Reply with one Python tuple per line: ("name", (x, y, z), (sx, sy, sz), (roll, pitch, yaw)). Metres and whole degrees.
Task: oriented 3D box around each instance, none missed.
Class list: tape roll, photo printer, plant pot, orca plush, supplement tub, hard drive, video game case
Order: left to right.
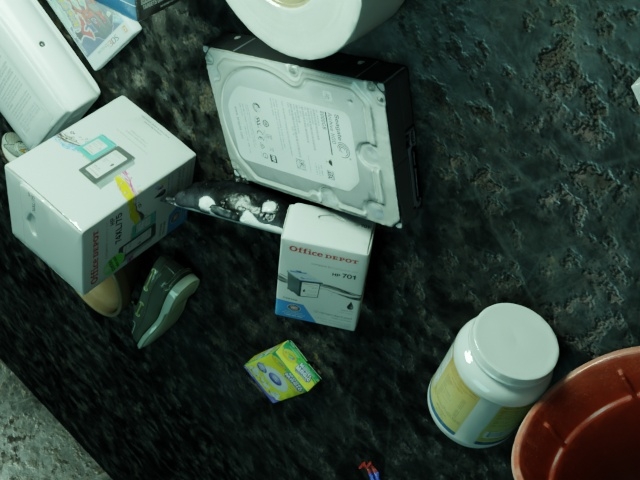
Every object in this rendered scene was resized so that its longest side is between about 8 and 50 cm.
("photo printer", (-0.577, -0.344, 1.702), (0.308, 0.107, 0.256), (54, 145, -6))
("video game case", (-0.407, -0.412, 1.527), (0.183, 0.023, 0.201), (-19, 107, 53))
("plant pot", (-0.472, 0.040, 1.938), (0.237, 0.109, 0.237), (29, 137, 32))
("orca plush", (-0.142, -0.083, 1.522), (0.151, 0.102, 0.287), (17, 178, -39))
("tape roll", (-0.024, -0.368, 1.066), (0.286, 0.100, 0.286), (34, 145, 29))
("hard drive", (-0.015, -0.164, 1.298), (0.338, 0.064, 0.237), (20, 136, 34))
("supplement tub", (0.246, 0.195, 1.275), (0.144, 0.144, 0.200), (38, 143, 16))
("plant pot", (0.426, 0.323, 1.120), (0.272, 0.272, 0.265), (-12, 121, 52))

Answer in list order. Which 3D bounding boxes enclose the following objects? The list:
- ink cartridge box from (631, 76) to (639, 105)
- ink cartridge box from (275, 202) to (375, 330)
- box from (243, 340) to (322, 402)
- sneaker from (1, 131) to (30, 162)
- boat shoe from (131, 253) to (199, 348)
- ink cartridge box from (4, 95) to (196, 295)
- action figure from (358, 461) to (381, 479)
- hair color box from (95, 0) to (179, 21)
("ink cartridge box", (0.371, -0.155, 0.913), (0.083, 0.028, 0.048), (-10, 115, 51))
("ink cartridge box", (0.005, 0.045, 1.414), (0.139, 0.082, 0.191), (11, 138, 5))
("box", (-0.075, 0.264, 1.780), (0.105, 0.043, 0.179), (52, 143, -4))
("sneaker", (-0.595, -0.196, 1.896), (0.225, 0.088, 0.093), (22, 125, 27))
("boat shoe", (-0.350, 0.134, 1.906), (0.091, 0.109, 0.305), (46, 139, 6))
("ink cartridge box", (-0.395, -0.083, 1.605), (0.197, 0.270, 0.198), (38, 144, 15))
("action figure", (0.121, 0.502, 1.802), (0.115, 0.030, 0.038), (53, 140, -9))
("hair color box", (-0.224, -0.478, 1.134), (0.105, 0.174, 0.347), (30, 141, 25))
